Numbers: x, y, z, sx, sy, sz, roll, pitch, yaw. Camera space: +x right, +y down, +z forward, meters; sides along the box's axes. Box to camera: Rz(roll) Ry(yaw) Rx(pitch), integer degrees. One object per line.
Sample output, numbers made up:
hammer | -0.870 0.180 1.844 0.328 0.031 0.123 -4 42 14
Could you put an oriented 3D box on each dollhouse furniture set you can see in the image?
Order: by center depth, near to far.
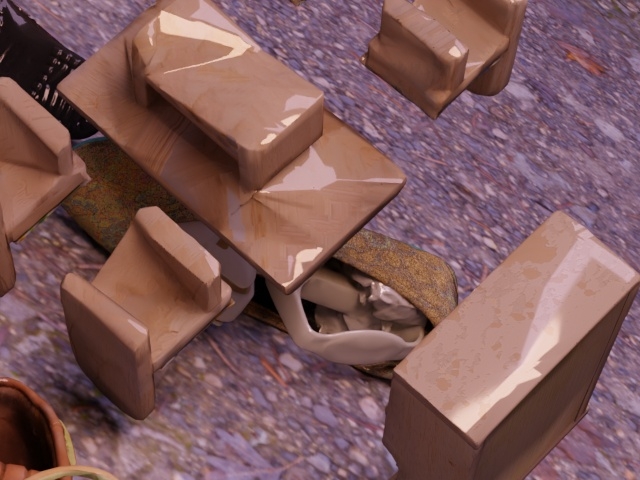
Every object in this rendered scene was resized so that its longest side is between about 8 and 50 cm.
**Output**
dollhouse furniture set | 0.000 0.000 1.337 0.394 0.256 0.362 41 69 16

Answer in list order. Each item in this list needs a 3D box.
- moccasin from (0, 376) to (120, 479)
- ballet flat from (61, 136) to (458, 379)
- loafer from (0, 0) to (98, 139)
moccasin | -0.166 0.156 0.924 0.139 0.147 0.380 12 11 -1
ballet flat | -0.039 0.023 1.463 0.349 0.123 0.123 21 31 -29
loafer | -0.251 -0.145 1.530 0.220 0.080 0.078 41 -6 11
